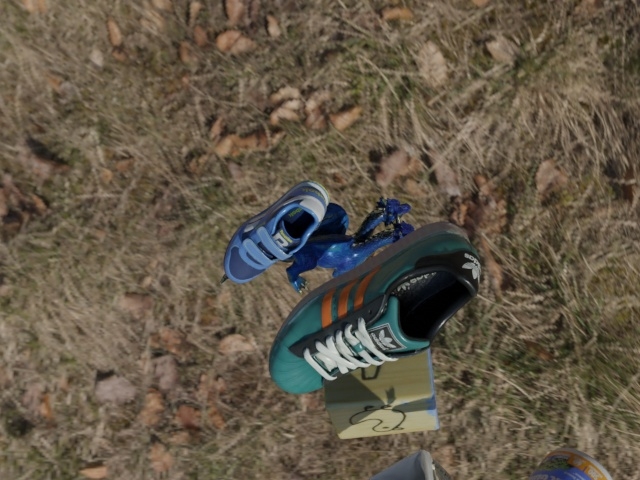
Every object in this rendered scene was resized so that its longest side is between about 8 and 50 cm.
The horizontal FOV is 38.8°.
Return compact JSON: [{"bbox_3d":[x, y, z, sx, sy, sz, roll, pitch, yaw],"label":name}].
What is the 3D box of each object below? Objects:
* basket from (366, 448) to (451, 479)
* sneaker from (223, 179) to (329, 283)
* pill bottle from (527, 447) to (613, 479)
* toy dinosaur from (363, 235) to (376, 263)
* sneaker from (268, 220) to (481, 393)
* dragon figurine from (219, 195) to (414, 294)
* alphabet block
[{"bbox_3d":[0.175,0.510,1.790,0.167,0.103,0.113,-35,32,23],"label":"basket"},{"bbox_3d":[-0.051,-0.003,0.958,0.144,0.053,0.059,-44,20,18],"label":"sneaker"},{"bbox_3d":[0.417,0.520,1.671,0.152,0.152,0.272,25,43,30],"label":"pill bottle"},{"bbox_3d":[0.099,0.029,1.998,0.064,0.112,0.212,2,48,2],"label":"toy dinosaur"},{"bbox_3d":[0.058,0.098,1.078,0.302,0.108,0.121,-39,21,14],"label":"sneaker"},{"bbox_3d":[0.000,0.000,1.310,0.289,0.144,0.085,1,48,-15],"label":"dragon figurine"},{"bbox_3d":[0.113,0.249,1.716,0.197,0.192,0.194,-8,58,7],"label":"alphabet block"}]
